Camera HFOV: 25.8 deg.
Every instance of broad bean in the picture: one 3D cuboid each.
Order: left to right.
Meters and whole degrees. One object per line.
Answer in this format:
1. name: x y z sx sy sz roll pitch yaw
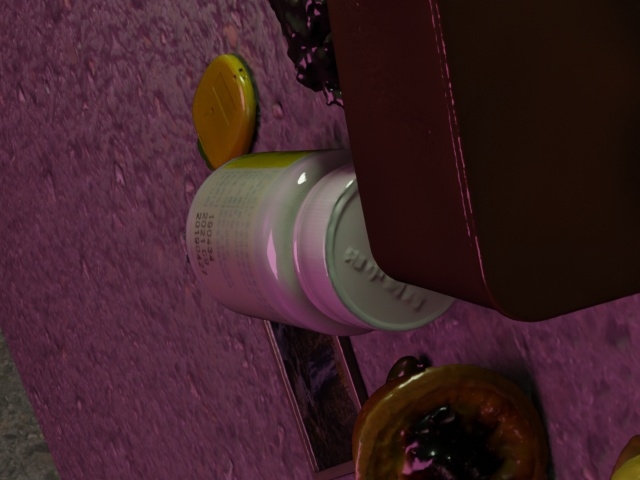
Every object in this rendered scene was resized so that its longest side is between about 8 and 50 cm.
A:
1. broad bean: 0.095 0.239 1.739 0.052 0.052 0.256 -69 -11 -47

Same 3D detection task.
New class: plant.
1. plant: 0.050 -0.240 1.435 0.234 0.178 0.204 55 143 31

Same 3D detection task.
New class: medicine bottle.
1. medicine bottle: 0.000 0.000 1.618 0.379 0.214 0.213 6 108 63

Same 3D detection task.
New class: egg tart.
1. egg tart: 0.129 0.228 1.505 0.171 0.215 0.215 -155 54 -78

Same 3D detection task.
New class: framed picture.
1. framed picture: -0.009 0.173 1.951 0.240 0.020 0.324 -33 72 63

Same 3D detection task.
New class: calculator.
1. calculator: -0.144 -0.178 2.037 0.146 0.032 0.235 66 151 21

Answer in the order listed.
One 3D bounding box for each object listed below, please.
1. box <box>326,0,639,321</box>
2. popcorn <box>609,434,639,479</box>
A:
1. box: 0.163 -0.125 1.192 0.229 0.240 0.339 9 111 66
2. popcorn: 0.306 0.300 1.117 0.315 0.281 0.297 -70 -18 -54
